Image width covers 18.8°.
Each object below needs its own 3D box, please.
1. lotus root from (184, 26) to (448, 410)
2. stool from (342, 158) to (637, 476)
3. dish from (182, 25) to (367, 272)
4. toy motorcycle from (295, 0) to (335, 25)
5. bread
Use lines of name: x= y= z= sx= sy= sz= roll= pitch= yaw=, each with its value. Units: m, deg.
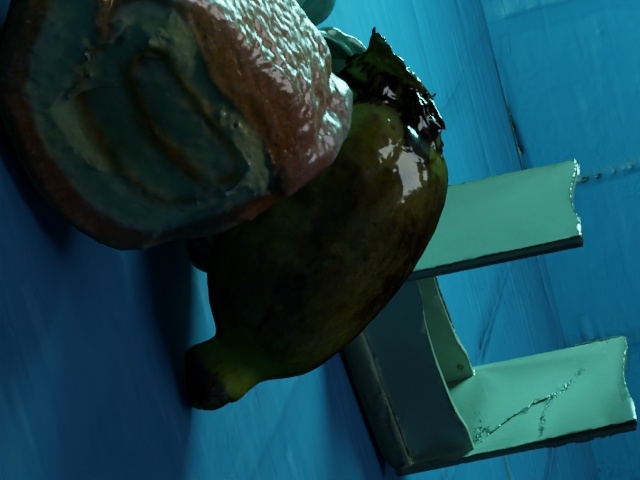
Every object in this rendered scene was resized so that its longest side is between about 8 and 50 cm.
lotus root: x=0.000 y=0.000 z=1.457 sx=0.141 sy=0.314 sz=0.169 roll=32 pitch=2 yaw=-2
stool: x=0.168 y=0.080 z=2.007 sx=0.170 sy=0.270 sz=0.243 roll=-81 pitch=156 yaw=-58
dish: x=-0.063 y=-0.090 z=1.531 sx=0.078 sy=0.224 sz=0.246 roll=28 pitch=-11 yaw=46
toy motorcycle: x=-0.074 y=-0.172 z=1.368 sx=0.198 sy=0.109 sz=0.296 roll=-32 pitch=120 yaw=-28
bread: x=-0.108 y=-0.108 z=1.222 sx=0.244 sy=0.190 sz=0.123 roll=54 pitch=21 yaw=-34
